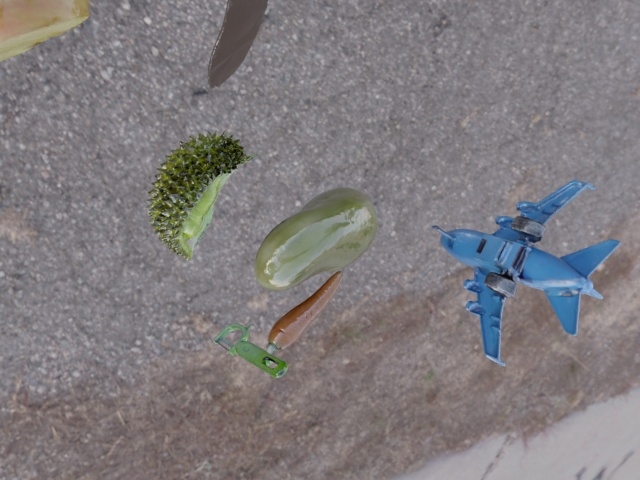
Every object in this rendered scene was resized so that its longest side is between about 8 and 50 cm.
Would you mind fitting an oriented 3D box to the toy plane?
[{"bbox_3d":[0.246,0.025,0.841,0.105,0.271,0.254,29,87,-39],"label":"toy plane"}]

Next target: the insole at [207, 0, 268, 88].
[{"bbox_3d":[-0.103,-0.299,0.849,0.111,0.007,0.328,-48,180,-23],"label":"insole"}]

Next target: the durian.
[{"bbox_3d":[-0.315,-0.118,1.582,0.169,0.158,0.352,5,122,-55],"label":"durian"}]

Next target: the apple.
[{"bbox_3d":[-0.550,-0.415,1.092,0.252,0.309,0.314,23,65,-46],"label":"apple"}]

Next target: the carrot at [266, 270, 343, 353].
[{"bbox_3d":[-0.019,0.090,0.807,0.142,0.035,0.035,-43,146,-24],"label":"carrot"}]

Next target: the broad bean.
[{"bbox_3d":[0.000,0.000,0.964,0.189,0.121,0.263,-39,180,29],"label":"broad bean"}]

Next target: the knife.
[{"bbox_3d":[-0.090,0.145,0.871,0.054,0.212,0.015,-41,112,-19],"label":"knife"}]
